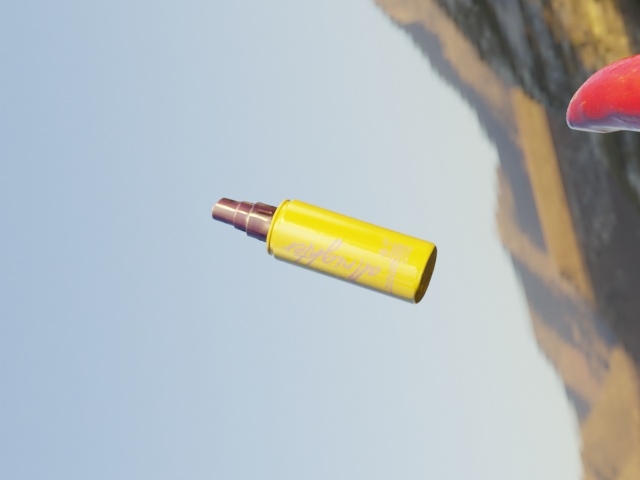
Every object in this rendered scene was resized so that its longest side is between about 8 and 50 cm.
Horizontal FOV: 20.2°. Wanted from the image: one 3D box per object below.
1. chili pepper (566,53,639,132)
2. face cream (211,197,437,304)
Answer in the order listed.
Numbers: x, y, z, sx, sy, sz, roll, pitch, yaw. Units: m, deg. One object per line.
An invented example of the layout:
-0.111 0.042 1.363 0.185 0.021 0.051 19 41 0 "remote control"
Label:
0.343 -0.112 1.407 0.137 0.368 0.092 27 -102 -55 "chili pepper"
0.000 0.000 2.148 0.078 0.273 0.078 18 -90 -77 "face cream"
